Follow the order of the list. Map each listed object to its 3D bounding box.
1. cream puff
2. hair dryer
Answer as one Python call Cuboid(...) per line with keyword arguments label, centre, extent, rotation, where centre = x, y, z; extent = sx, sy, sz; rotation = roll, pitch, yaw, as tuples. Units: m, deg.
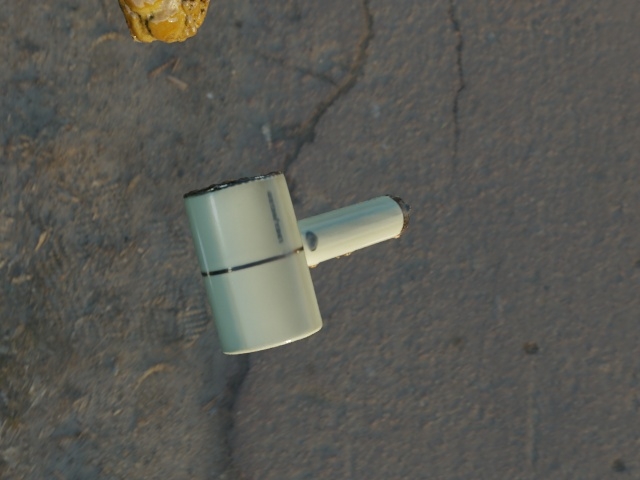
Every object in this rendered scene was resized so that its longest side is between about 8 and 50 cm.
Cuboid(label="cream puff", centre=(-0.171, -0.281, 1.126), extent=(0.103, 0.144, 0.126), rotation=(-12, 42, -1))
Cuboid(label="hair dryer", centre=(0.000, 0.000, 1.323), extent=(0.362, 0.128, 0.203), rotation=(-17, 94, -44))
